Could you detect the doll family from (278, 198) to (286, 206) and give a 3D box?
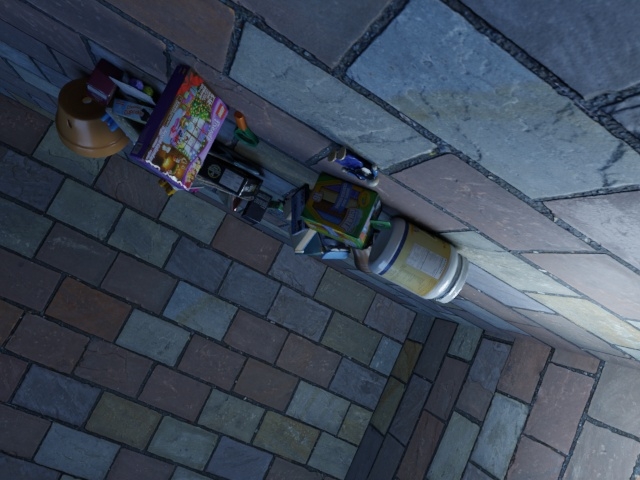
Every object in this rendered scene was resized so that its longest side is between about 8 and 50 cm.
[{"bbox_3d":[-0.133,-0.145,2.244,0.192,0.076,0.111,22,-169,-8],"label":"doll family"}]

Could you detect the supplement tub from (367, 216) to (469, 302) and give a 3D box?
[{"bbox_3d":[0.360,0.077,1.662,0.316,0.229,0.228,27,171,-7],"label":"supplement tub"}]

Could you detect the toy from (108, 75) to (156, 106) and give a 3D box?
[{"bbox_3d":[-0.626,-0.520,1.555,0.136,0.056,0.237,24,177,-11],"label":"toy"}]

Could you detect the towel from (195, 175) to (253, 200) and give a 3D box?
[{"bbox_3d":[-0.450,-0.287,2.108,0.282,0.049,0.187,20,-155,-26],"label":"towel"}]

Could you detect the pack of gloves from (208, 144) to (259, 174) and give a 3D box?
[{"bbox_3d":[-0.358,-0.340,1.847,0.232,0.046,0.195,22,-173,-24],"label":"pack of gloves"}]

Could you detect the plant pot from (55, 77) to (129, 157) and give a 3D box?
[{"bbox_3d":[-0.933,-0.514,1.824,0.290,0.291,0.203,27,155,-5],"label":"plant pot"}]

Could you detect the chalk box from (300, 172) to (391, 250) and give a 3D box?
[{"bbox_3d":[0.107,-0.086,1.588,0.288,0.179,0.180,23,171,17],"label":"chalk box"}]

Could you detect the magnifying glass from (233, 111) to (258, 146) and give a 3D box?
[{"bbox_3d":[-0.256,-0.369,1.496,0.092,0.026,0.231,26,173,2],"label":"magnifying glass"}]

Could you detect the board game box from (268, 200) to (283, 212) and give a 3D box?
[{"bbox_3d":[-0.157,-0.127,2.526,0.317,0.046,0.213,32,170,-32],"label":"board game box"}]

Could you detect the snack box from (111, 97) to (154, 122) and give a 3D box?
[{"bbox_3d":[-0.584,-0.442,1.671,0.321,0.060,0.187,19,-176,19],"label":"snack box"}]

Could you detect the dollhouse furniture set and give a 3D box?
[{"bbox_3d":[0.022,-0.087,2.096,0.303,0.287,0.198,4,143,-32],"label":"dollhouse furniture set"}]

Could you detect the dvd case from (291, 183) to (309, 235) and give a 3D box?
[{"bbox_3d":[-0.087,-0.123,1.906,0.022,0.181,0.253,1,174,-16],"label":"dvd case"}]

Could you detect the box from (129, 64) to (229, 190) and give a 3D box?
[{"bbox_3d":[-0.396,-0.318,1.295,0.057,0.294,0.201,18,169,27],"label":"box"}]

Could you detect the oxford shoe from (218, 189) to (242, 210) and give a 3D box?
[{"bbox_3d":[-0.512,-0.253,2.516,0.146,0.141,0.397,35,168,-8],"label":"oxford shoe"}]

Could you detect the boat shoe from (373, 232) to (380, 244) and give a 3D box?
[{"bbox_3d":[0.302,0.020,1.918,0.102,0.108,0.301,-2,168,18],"label":"boat shoe"}]

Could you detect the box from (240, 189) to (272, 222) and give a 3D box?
[{"bbox_3d":[-0.341,-0.177,2.384,0.093,0.158,0.156,28,171,-16],"label":"box"}]

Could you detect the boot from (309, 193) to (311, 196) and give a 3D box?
[{"bbox_3d":[0.050,-0.094,1.917,0.305,0.115,0.112,31,172,-23],"label":"boot"}]

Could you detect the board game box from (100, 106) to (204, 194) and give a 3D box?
[{"bbox_3d":[-0.671,-0.351,1.841,0.390,0.050,0.390,49,-174,-6],"label":"board game box"}]

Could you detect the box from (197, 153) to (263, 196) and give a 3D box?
[{"bbox_3d":[-0.454,-0.308,1.873,0.394,0.097,0.318,28,-175,1],"label":"box"}]

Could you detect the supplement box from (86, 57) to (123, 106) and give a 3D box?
[{"bbox_3d":[-0.764,-0.553,1.588,0.080,0.104,0.188,30,170,-25],"label":"supplement box"}]

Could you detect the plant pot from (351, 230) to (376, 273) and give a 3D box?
[{"bbox_3d":[0.212,0.037,2.043,0.166,0.167,0.165,20,154,34],"label":"plant pot"}]

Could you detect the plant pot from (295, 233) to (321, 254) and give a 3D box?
[{"bbox_3d":[0.000,0.000,2.333,0.165,0.166,0.234,2,180,-35],"label":"plant pot"}]

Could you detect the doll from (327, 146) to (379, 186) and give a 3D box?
[{"bbox_3d":[0.105,-0.210,1.308,0.189,0.046,0.129,25,164,-40],"label":"doll"}]
